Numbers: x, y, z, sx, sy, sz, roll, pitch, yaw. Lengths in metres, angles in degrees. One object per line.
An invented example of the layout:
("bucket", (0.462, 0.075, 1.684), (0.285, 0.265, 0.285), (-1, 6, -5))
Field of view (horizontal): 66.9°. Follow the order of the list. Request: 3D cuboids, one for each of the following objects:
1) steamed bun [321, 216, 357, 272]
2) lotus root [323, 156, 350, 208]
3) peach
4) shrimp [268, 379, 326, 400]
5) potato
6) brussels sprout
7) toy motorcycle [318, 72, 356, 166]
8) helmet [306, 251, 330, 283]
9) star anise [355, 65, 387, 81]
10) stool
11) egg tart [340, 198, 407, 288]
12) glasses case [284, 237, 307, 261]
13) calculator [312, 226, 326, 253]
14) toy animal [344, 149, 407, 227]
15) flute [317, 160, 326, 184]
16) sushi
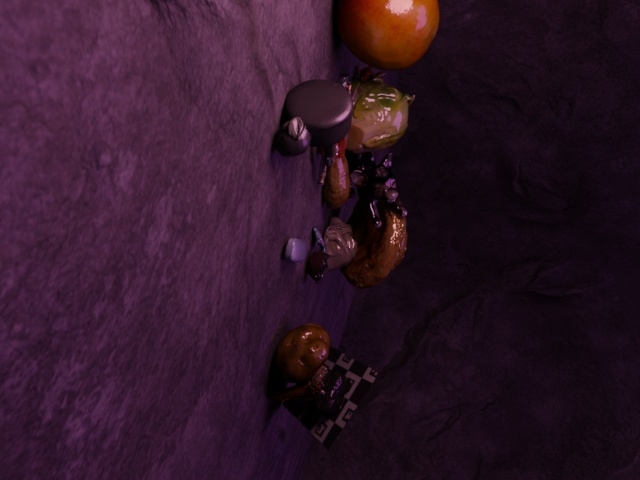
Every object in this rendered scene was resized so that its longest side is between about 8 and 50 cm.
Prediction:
("steamed bun", (0.086, 0.023, 2.017), (0.218, 0.145, 0.210), (-61, 159, -61))
("lotus root", (0.059, -0.215, 1.752), (0.258, 0.097, 0.110), (86, 21, -44))
("peach", (0.186, -0.655, 1.404), (0.333, 0.308, 0.307), (19, 82, -49))
("shrimp", (-0.068, 0.485, 1.545), (0.294, 0.154, 0.062), (-40, -122, 56))
("potato", (-0.060, 0.378, 1.621), (0.369, 0.177, 0.195), (97, -4, -74))
("brussels sprout", (0.178, -0.443, 1.678), (0.294, 0.260, 0.227), (-52, 149, -25))
("toy motorcycle", (0.048, -0.369, 1.524), (0.171, 0.089, 0.297), (35, 67, -80))
("helmet", (-0.015, 0.094, 1.767), (0.098, 0.071, 0.123), (-51, 161, -54))
("star anise", (0.176, -0.589, 1.905), (0.212, 0.111, 0.196), (-109, -146, -41))
("stool", (-0.023, -0.280, 1.158), (0.228, 0.153, 0.139), (-29, 154, -15))
("egg tart", (0.244, 0.005, 2.090), (0.443, 0.178, 0.442), (-37, -136, 47))
("glasses case", (-0.073, 0.030, 1.450), (0.178, 0.045, 0.067), (21, 81, -80))
("calculator", (0.000, 0.000, 1.777), (0.141, 0.019, 0.094), (56, 14, -69))
("toy animal", (0.185, -0.256, 1.869), (0.344, 0.195, 0.302), (51, -15, 44))
("flute", (0.023, -0.303, 1.642), (0.027, 0.027, 0.232), (-19, 120, -78))
("sushi", (-0.010, 0.504, 1.707), (0.296, 0.100, 0.373), (-54, -153, -12))
